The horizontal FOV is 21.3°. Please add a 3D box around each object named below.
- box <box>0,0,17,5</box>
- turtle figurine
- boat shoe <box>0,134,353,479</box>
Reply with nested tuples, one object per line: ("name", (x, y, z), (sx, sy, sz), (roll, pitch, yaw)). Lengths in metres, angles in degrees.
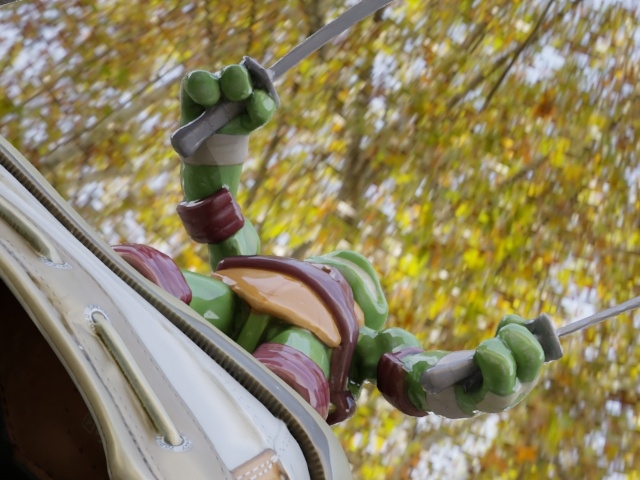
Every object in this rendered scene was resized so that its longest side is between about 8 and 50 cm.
("box", (-0.080, -0.206, 0.773), (0.231, 0.183, 0.056), (-13, -39, 13))
("turtle figurine", (0.000, 0.000, 0.733), (0.275, 0.266, 0.197), (-24, -89, 27))
("boat shoe", (-0.131, 0.018, 0.530), (0.302, 0.103, 0.113), (28, -84, 20))
